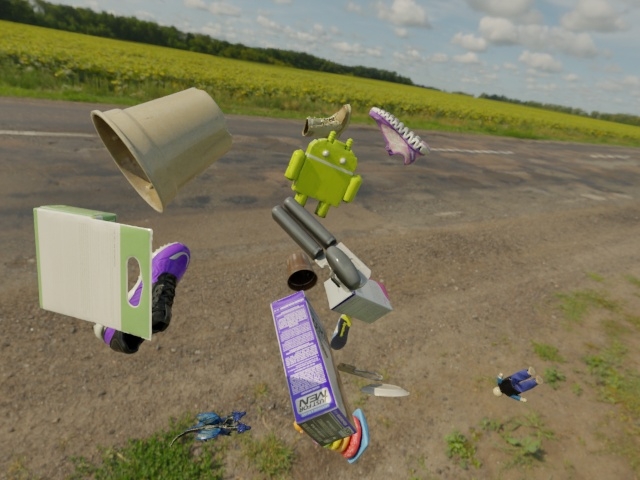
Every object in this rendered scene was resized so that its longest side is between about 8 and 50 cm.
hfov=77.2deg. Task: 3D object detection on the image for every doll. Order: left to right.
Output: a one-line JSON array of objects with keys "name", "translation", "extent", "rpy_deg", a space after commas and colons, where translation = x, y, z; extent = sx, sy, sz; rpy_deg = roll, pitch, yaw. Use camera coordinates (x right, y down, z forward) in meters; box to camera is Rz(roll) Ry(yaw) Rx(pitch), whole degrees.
[{"name": "doll", "translation": [0.716, 0.536, 1.474], "extent": [0.046, 0.189, 0.129], "rpy_deg": [-24, 73, -48]}]

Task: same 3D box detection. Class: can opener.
[{"name": "can opener", "translation": [0.000, 0.000, 0.869], "extent": [0.074, 0.093, 0.280], "rpy_deg": [-36, 62, -20]}]

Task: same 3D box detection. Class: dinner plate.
[{"name": "dinner plate", "translation": [0.182, 0.423, 1.139], "extent": [0.141, 0.017, 0.141], "rpy_deg": [4, -10, 1]}]

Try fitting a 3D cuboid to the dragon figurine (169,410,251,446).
[{"name": "dragon figurine", "translation": [-0.386, 0.650, 1.398], "extent": [0.290, 0.144, 0.085], "rpy_deg": [-4, 60, -7]}]

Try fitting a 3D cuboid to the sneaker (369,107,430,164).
[{"name": "sneaker", "translation": [0.241, -0.335, 1.313], "extent": [0.236, 0.104, 0.095], "rpy_deg": [42, 27, 1]}]

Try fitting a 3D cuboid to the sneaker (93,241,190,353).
[{"name": "sneaker", "translation": [-0.391, 0.145, 0.963], "extent": [0.146, 0.293, 0.102], "rpy_deg": [23, -18, 36]}]

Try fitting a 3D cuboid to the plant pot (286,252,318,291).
[{"name": "plant pot", "translation": [-0.113, 0.162, 2.176], "extent": [0.167, 0.166, 0.165], "rpy_deg": [2, 38, -18]}]

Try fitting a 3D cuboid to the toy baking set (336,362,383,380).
[{"name": "toy baking set", "translation": [0.093, 0.403, 1.262], "extent": [0.197, 0.030, 0.256], "rpy_deg": [15, -17, 4]}]

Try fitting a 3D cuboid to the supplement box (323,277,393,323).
[{"name": "supplement box", "translation": [0.132, 0.193, 1.381], "extent": [0.220, 0.114, 0.111], "rpy_deg": [26, 36, -38]}]

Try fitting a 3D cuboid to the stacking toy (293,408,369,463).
[{"name": "stacking toy", "translation": [0.028, 0.766, 1.609], "extent": [0.302, 0.165, 0.175], "rpy_deg": [20, 27, -20]}]

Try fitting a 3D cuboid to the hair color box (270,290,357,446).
[{"name": "hair color box", "translation": [-0.022, 0.319, 1.030], "extent": [0.110, 0.185, 0.338], "rpy_deg": [-22, 46, 3]}]

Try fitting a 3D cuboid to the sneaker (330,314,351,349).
[{"name": "sneaker", "translation": [0.076, 0.322, 1.425], "extent": [0.053, 0.144, 0.059], "rpy_deg": [21, 13, -1]}]

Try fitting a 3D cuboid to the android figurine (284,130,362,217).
[{"name": "android figurine", "translation": [0.016, -0.214, 1.299], "extent": [0.248, 0.272, 0.056], "rpy_deg": [21, 15, -20]}]

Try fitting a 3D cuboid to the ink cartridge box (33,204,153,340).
[{"name": "ink cartridge box", "translation": [-0.337, 0.043, 0.621], "extent": [0.235, 0.171, 0.056], "rpy_deg": [9, 12, 18]}]

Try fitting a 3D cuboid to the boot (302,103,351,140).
[{"name": "boot", "translation": [0.026, -0.510, 1.727], "extent": [0.165, 0.213, 0.077], "rpy_deg": [3, 63, -25]}]

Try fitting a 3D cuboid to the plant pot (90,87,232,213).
[{"name": "plant pot", "translation": [-0.455, -0.304, 1.233], "extent": [0.305, 0.333, 0.334], "rpy_deg": [-38, 46, -24]}]
